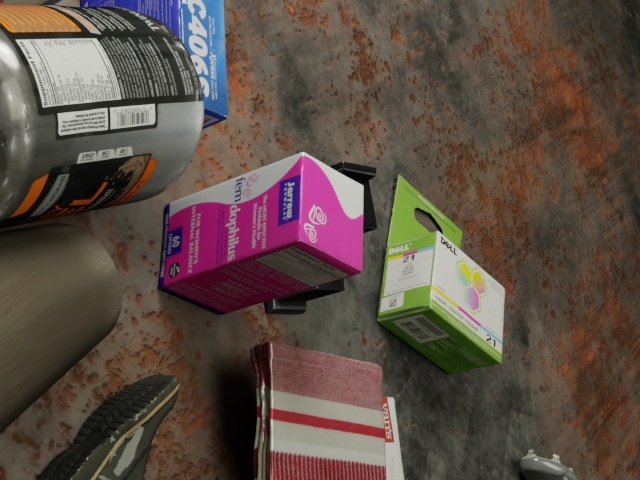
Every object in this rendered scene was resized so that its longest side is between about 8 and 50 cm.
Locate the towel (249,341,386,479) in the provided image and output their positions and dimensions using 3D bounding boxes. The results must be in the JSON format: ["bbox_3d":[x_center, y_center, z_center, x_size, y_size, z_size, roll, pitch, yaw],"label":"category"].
[{"bbox_3d":[0.003,0.294,1.454,0.237,0.037,0.329,19,64,-50],"label":"towel"}]

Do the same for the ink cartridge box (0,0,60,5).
[{"bbox_3d":[-0.334,-0.323,1.253,0.086,0.148,0.203,-39,108,-54],"label":"ink cartridge box"}]

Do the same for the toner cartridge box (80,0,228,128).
[{"bbox_3d":[-0.193,-0.281,1.409,0.075,0.165,0.347,19,61,-49],"label":"toner cartridge box"}]

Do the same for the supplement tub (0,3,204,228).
[{"bbox_3d":[-0.283,-0.119,1.170,0.338,0.207,0.207,-16,88,-57],"label":"supplement tub"}]

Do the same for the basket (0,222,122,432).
[{"bbox_3d":[-0.299,0.075,1.135,0.204,0.154,0.227,61,33,0],"label":"basket"}]

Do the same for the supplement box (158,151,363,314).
[{"bbox_3d":[-0.067,-0.004,1.408,0.114,0.220,0.111,28,54,-44],"label":"supplement box"}]

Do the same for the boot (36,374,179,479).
[{"bbox_3d":[-0.194,0.244,1.274,0.198,0.077,0.137,-45,117,-37],"label":"boot"}]

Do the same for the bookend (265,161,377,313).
[{"bbox_3d":[0.000,0.000,1.551,0.072,0.156,0.157,5,72,-52],"label":"bookend"}]

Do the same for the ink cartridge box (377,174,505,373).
[{"bbox_3d":[0.186,0.040,1.832,0.189,0.097,0.255,38,49,-38],"label":"ink cartridge box"}]

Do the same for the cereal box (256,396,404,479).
[{"bbox_3d":[0.019,0.279,1.550,0.240,0.047,0.173,11,68,-51],"label":"cereal box"}]

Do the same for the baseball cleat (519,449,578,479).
[{"bbox_3d":[0.378,0.415,1.950,0.206,0.072,0.109,38,54,-33],"label":"baseball cleat"}]
